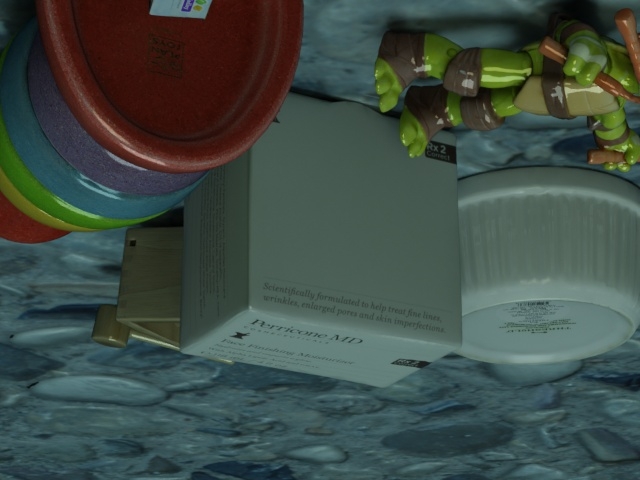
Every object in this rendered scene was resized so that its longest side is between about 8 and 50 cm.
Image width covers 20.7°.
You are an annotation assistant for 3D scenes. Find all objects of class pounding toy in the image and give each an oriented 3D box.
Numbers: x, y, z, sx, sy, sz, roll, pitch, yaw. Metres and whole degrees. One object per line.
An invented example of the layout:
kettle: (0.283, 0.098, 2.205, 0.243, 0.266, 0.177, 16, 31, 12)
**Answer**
pounding toy: (-0.110, 0.047, 1.550, 0.206, 0.094, 0.181, -1, 164, 26)

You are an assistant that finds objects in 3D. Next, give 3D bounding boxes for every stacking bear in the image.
stacking bear: (-0.157, -0.080, 1.171, 0.175, 0.164, 0.289, 12, 159, -27)

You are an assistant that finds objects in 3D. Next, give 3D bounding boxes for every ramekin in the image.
ramekin: (0.179, 0.029, 1.479, 0.207, 0.109, 0.207, 0, 157, 0)

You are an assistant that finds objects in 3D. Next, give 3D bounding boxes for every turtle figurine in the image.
turtle figurine: (0.151, -0.111, 1.176, 0.217, 0.087, 0.269, 0, 167, 19)

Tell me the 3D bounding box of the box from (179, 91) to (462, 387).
box: (0.000, 0.000, 1.313, 0.181, 0.182, 0.119, 12, 155, -26)

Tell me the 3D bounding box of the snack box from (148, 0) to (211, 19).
snack box: (-0.066, -0.198, 0.947, 0.037, 0.100, 0.141, 5, 156, -14)
